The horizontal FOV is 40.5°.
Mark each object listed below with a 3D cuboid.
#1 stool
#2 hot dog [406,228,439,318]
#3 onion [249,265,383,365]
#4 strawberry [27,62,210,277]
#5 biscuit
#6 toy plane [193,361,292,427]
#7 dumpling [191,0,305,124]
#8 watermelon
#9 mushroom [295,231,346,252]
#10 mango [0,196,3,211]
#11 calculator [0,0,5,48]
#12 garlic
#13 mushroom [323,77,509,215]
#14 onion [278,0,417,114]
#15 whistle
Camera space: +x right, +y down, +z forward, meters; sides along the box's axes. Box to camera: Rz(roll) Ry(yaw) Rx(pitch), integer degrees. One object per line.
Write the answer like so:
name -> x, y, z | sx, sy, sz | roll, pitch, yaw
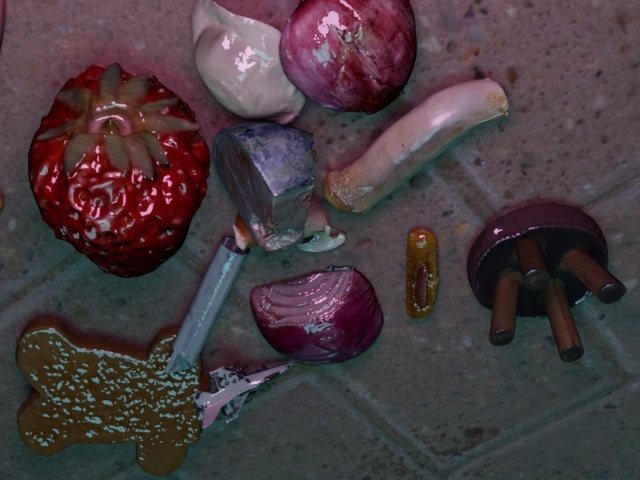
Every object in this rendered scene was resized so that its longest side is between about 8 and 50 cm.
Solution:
stool -> 0.420, 0.083, 1.623 | 0.272, 0.178, 0.272 | -2, 129, -2
hot dog -> 0.200, 0.071, 1.687 | 0.066, 0.047, 0.216 | -4, 128, -3
onion -> 0.002, 0.185, 1.730 | 0.250, 0.111, 0.247 | -16, 125, 8
strawberry -> -0.330, -0.082, 1.408 | 0.295, 0.317, 0.345 | -16, 152, -29
biscuit -> -0.433, 0.328, 1.825 | 0.393, 0.076, 0.368 | 4, 116, -9
toy plane -> -0.171, 0.302, 1.808 | 0.234, 0.082, 0.160 | -33, 133, -26
dumpling -> -0.108, -0.272, 1.351 | 0.162, 0.132, 0.250 | 5, 141, 43
watermelon -> -0.062, -0.089, 1.406 | 0.148, 0.318, 0.226 | -18, 106, -16
mushroom -> 0.000, -0.001, 1.640 | 0.101, 0.019, 0.049 | -4, 129, -2
mango -> -0.609, -0.063, 1.545 | 0.089, 0.046, 0.060 | -11, 128, 11
calculator -> -0.619, -0.309, 1.354 | 0.220, 0.048, 0.330 | 21, 122, -16
garlic -> -0.055, -0.031, 1.545 | 0.198, 0.128, 0.091 | -1, 121, -4
mushroom -> 0.159, -0.162, 1.482 | 0.351, 0.095, 0.122 | -33, 142, 22
onion -> 0.080, -0.286, 1.324 | 0.227, 0.120, 0.283 | -54, 138, 2
whistle -> -0.223, 0.134, 1.674 | 0.062, 0.062, 0.312 | 20, 114, -17
